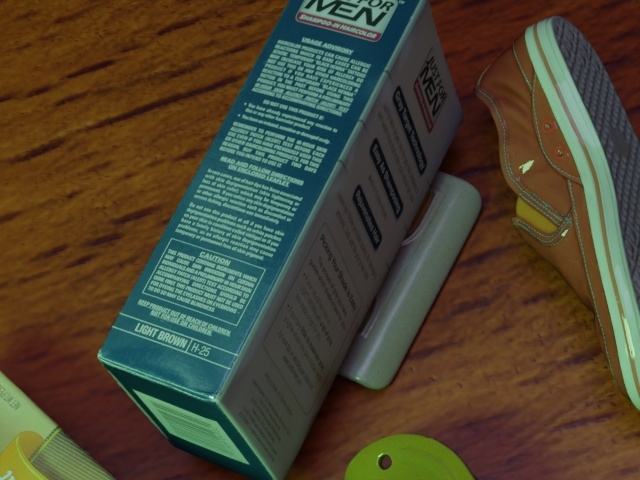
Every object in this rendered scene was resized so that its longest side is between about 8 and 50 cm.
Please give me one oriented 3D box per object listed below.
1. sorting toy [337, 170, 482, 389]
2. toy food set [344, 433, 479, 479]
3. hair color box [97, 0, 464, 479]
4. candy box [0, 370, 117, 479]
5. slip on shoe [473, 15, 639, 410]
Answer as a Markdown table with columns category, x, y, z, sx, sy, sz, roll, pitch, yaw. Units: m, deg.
| category | x | y | z | sx | sy | sz | roll | pitch | yaw |
| --- | --- | --- | --- | --- | --- | --- | --- | --- | --- |
| sorting toy | 0.000 | 0.000 | 1.376 | 0.208 | 0.038 | 0.193 | 23 | 70 | 18 |
| toy food set | 0.096 | 0.244 | 1.233 | 0.128 | 0.071 | 0.218 | -40 | 60 | 16 |
| hair color box | -0.019 | -0.012 | 1.269 | 0.105 | 0.174 | 0.347 | 19 | 68 | 23 |
| candy box | -0.221 | 0.232 | 1.233 | 0.183 | 0.087 | 0.316 | -45 | 52 | -12 |
| slip on shoe | 0.205 | -0.015 | 1.322 | 0.101 | 0.123 | 0.331 | -31 | 64 | 30 |
